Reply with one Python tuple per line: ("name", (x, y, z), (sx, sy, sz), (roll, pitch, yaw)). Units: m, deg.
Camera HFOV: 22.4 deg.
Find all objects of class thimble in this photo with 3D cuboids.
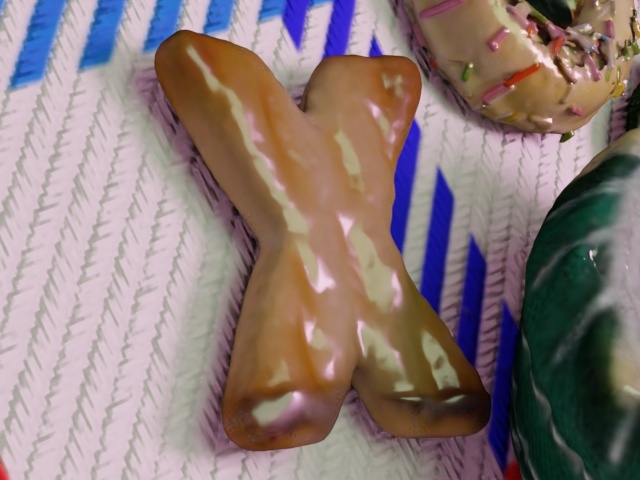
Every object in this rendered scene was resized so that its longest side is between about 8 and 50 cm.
("thimble", (0.223, 0.061, 0.820), (0.254, 0.167, 0.288), (-1, 50, -3))

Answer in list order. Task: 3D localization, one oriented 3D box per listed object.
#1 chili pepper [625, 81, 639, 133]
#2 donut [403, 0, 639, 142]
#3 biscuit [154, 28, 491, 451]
("chili pepper", (0.243, -0.045, 1.017), (0.122, 0.065, 0.279), (15, 62, -45))
("donut", (0.123, -0.146, 0.957), (0.175, 0.068, 0.174), (19, 58, -35))
("biscuit", (0.001, 0.000, 0.795), (0.164, 0.047, 0.208), (3, 68, -41))
